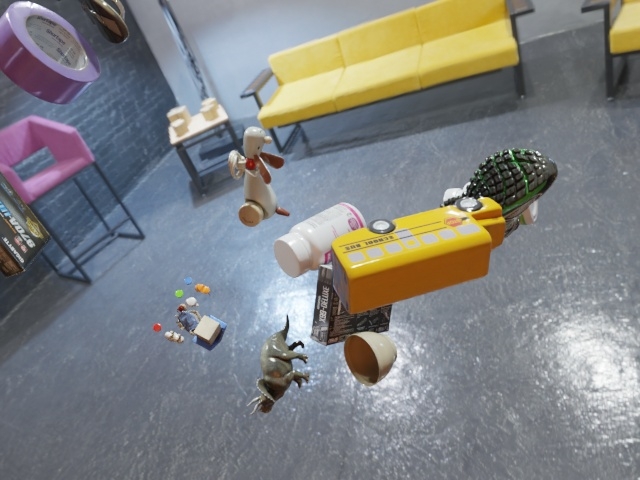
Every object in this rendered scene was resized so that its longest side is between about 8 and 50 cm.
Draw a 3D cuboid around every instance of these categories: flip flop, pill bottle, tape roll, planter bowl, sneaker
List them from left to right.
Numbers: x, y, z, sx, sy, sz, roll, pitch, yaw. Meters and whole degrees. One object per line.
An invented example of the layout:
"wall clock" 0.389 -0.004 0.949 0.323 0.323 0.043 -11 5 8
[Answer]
"tape roll" -0.555 -0.377 0.989 0.080 0.189 0.189 -31 27 23
"flip flop" -0.542 -0.581 1.228 0.080 0.112 0.277 -32 46 -17
"pill bottle" 0.000 0.000 1.568 0.283 0.160 0.160 -29 30 -31
"planter bowl" 0.163 0.347 1.482 0.109 0.162 0.162 -14 23 -35
"pill bottle" 0.499 -0.111 1.439 0.246 0.136 0.136 -1 38 34
"sneaker" 0.389 -0.083 1.065 0.146 0.343 0.134 9 67 -15

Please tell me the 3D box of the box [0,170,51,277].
"box" -0.745 -0.047 1.137 0.051 0.220 0.175 -23 27 3

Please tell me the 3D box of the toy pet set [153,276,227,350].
"toy pet set" -0.244 0.157 0.963 0.114 0.065 0.122 26 66 9

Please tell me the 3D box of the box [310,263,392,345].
"box" 0.115 0.194 1.579 0.308 0.242 0.077 -3 13 -43

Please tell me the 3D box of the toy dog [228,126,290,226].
"toy dog" -0.179 -0.192 1.619 0.161 0.333 0.220 7 45 9

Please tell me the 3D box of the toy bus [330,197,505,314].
"toy bus" 0.186 0.021 0.884 0.333 0.108 0.130 -14 34 -12

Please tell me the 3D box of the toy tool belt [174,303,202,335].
"toy tool belt" -0.304 0.180 1.112 0.052 0.083 0.051 -48 -10 16

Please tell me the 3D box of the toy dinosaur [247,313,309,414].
"toy dinosaur" -0.124 0.375 1.500 0.160 0.313 0.121 8 -16 -19
